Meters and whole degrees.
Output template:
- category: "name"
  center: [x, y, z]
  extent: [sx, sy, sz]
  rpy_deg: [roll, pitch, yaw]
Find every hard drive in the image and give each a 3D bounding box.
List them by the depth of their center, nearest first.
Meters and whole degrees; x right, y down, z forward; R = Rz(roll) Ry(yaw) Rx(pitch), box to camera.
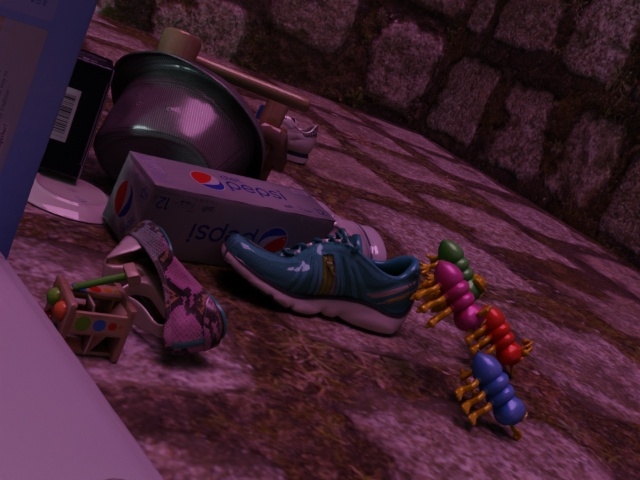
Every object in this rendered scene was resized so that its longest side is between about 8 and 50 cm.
- category: "hard drive"
  center: [-0.271, 0.089, 0.506]
  extent: [0.233, 0.047, 0.353]
  rpy_deg: [7, 23, -46]

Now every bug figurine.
- category: "bug figurine"
  center: [0.194, 0.107, 0.958]
  extent: [0.216, 0.072, 0.279]
  rpy_deg: [60, 18, -4]

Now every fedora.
- category: "fedora"
  center: [-0.216, -0.130, 1.085]
  extent: [0.275, 0.243, 0.124]
  rpy_deg: [19, 45, 19]

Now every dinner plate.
- category: "dinner plate"
  center: [-0.316, -0.059, 0.982]
  extent: [0.141, 0.017, 0.141]
  rpy_deg: [23, 17, -7]

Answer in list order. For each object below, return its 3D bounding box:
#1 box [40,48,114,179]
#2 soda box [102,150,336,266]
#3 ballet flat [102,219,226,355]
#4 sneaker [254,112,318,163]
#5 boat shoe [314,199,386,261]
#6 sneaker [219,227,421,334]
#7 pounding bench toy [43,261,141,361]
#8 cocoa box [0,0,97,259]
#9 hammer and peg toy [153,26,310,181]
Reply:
- category: "box"
  center: [-0.354, -0.187, 1.056]
  extent: [0.108, 0.153, 0.207]
  rpy_deg: [18, 12, -19]
- category: "soda box"
  center: [-0.124, -0.028, 1.006]
  extent: [0.286, 0.098, 0.091]
  rpy_deg: [9, 27, -42]
- category: "ballet flat"
  center: [-0.171, 0.042, 0.781]
  extent: [0.079, 0.077, 0.221]
  rpy_deg: [-9, 32, -30]
- category: "sneaker"
  center: [-0.121, -0.255, 1.768]
  extent: [0.235, 0.095, 0.090]
  rpy_deg: [16, 19, -24]
- category: "boat shoe"
  center: [0.000, 0.000, 1.145]
  extent: [0.084, 0.095, 0.258]
  rpy_deg: [9, 11, -32]
- category: "sneaker"
  center: [0.004, 0.031, 0.984]
  extent: [0.275, 0.110, 0.107]
  rpy_deg: [15, 18, -27]
- category: "pounding bench toy"
  center: [-0.197, 0.053, 0.663]
  extent: [0.065, 0.083, 0.052]
  rpy_deg: [13, 19, -37]
- category: "cocoa box"
  center: [-0.367, -0.176, 0.672]
  extent: [0.231, 0.347, 0.228]
  rpy_deg: [9, 22, -46]
- category: "hammer and peg toy"
  center: [-0.166, -0.195, 1.255]
  extent: [0.266, 0.127, 0.361]
  rpy_deg: [24, -6, -2]
